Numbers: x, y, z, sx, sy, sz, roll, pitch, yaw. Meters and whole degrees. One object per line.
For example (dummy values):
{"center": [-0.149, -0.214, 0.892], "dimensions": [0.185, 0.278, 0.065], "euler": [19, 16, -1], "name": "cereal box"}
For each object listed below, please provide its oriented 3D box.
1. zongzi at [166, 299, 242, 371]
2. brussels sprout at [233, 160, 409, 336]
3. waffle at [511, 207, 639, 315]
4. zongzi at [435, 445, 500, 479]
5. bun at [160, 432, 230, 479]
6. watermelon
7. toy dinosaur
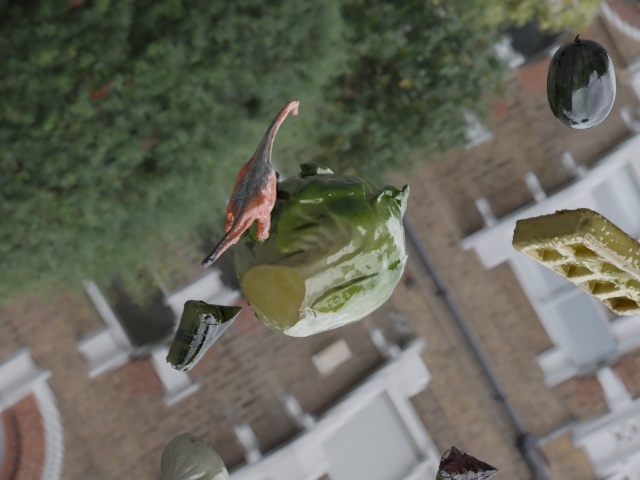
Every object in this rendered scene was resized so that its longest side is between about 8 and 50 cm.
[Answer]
{"center": [-0.164, 0.138, 2.121], "dimensions": [0.113, 0.052, 0.104], "euler": [7, 111, -57], "name": "zongzi"}
{"center": [-0.001, 0.001, 2.184], "dimensions": [0.260, 0.227, 0.294], "euler": [2, -144, 31], "name": "brussels sprout"}
{"center": [0.436, 0.037, 2.246], "dimensions": [0.168, 0.274, 0.057], "euler": [-8, -124, 57], "name": "waffle"}
{"center": [0.171, 0.285, 1.853], "dimensions": [0.083, 0.067, 0.073], "euler": [-19, -146, -20], "name": "zongzi"}
{"center": [-0.226, 0.404, 2.511], "dimensions": [0.094, 0.138, 0.138], "euler": [-35, -170, -34], "name": "bun"}
{"center": [0.294, -0.177, 1.665], "dimensions": [0.078, 0.110, 0.078], "euler": [-4, -151, 2], "name": "watermelon"}
{"center": [-0.074, -0.061, 1.720], "dimensions": [0.279, 0.055, 0.101], "euler": [-71, 175, -48], "name": "toy dinosaur"}
